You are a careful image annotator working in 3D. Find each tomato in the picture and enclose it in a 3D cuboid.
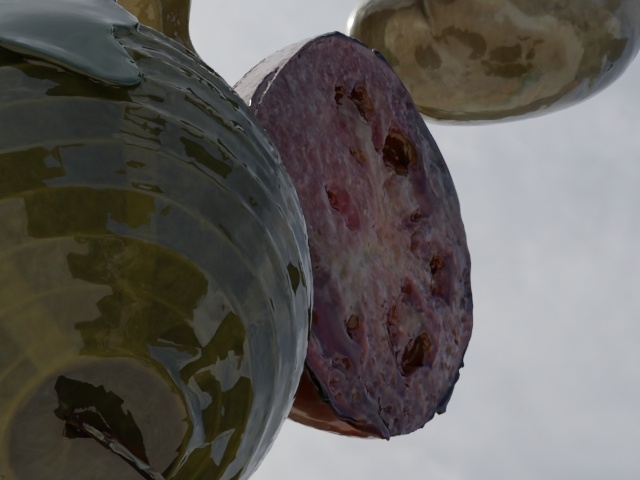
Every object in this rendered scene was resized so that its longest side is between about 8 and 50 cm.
[{"bbox_3d":[-0.002,0.002,0.989,0.085,0.225,0.225,-17,-57,34],"label":"tomato"}]

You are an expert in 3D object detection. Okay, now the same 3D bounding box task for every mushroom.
[{"bbox_3d":[0.131,-0.206,1.458,0.244,0.243,0.243,18,-39,16],"label":"mushroom"}]

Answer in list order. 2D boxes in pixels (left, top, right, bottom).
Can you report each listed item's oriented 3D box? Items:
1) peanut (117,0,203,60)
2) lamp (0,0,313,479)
[{"bbox_3d":[-0.144,-0.135,1.439,0.130,0.290,0.130,-6,-7,-1],"label":"peanut"},{"bbox_3d":[-0.113,0.035,0.716,0.284,0.250,0.250,45,-15,53],"label":"lamp"}]
